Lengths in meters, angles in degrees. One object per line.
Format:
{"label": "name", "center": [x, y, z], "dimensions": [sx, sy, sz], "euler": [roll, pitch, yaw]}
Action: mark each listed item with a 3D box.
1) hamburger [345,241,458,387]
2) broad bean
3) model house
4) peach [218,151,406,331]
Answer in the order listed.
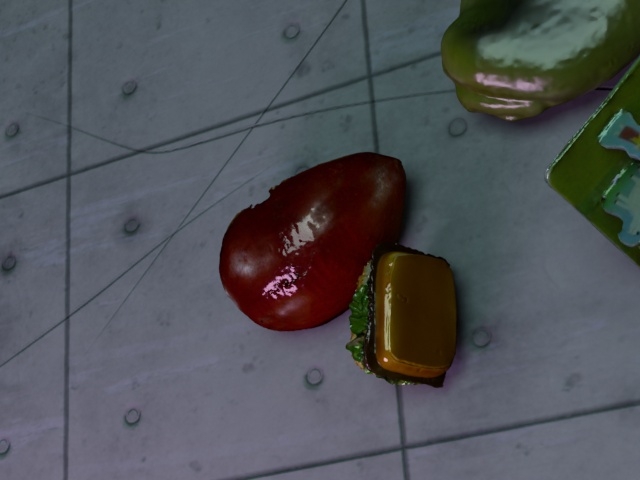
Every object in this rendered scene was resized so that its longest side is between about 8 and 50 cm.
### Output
{"label": "hamburger", "center": [0.090, 0.087, 1.520], "dimensions": [0.087, 0.137, 0.166], "euler": [-25, 54, 56]}
{"label": "broad bean", "center": [0.272, -0.271, 1.553], "dimensions": [0.291, 0.119, 0.238], "euler": [-35, 58, 14]}
{"label": "model house", "center": [0.443, -0.075, 1.247], "dimensions": [0.358, 0.242, 0.313], "euler": [-49, 32, 3]}
{"label": "peach", "center": [0.000, 0.006, 1.591], "dimensions": [0.267, 0.159, 0.154], "euler": [-32, 65, 14]}
